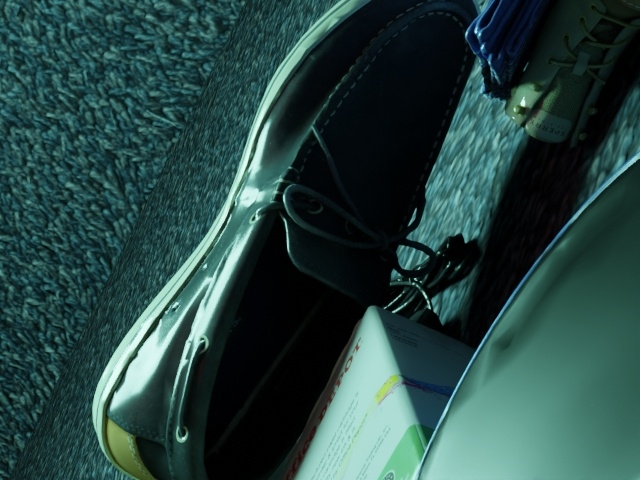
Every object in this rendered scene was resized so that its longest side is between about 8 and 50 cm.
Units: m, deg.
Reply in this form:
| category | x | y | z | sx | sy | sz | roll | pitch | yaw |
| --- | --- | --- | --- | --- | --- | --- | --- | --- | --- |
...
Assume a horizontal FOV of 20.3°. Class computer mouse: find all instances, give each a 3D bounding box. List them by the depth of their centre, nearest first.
| category | x | y | z | sx | sy | sz | roll | pitch | yaw |
| --- | --- | --- | --- | --- | --- | --- | --- | --- | --- |
| computer mouse | 0.049 | 0.122 | 1.579 | 0.184 | 0.060 | 0.262 | -41 | 29 | 60 |

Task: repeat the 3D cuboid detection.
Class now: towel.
| category | x | y | z | sx | sy | sz | roll | pitch | yaw |
| --- | --- | --- | --- | --- | --- | --- | --- | --- | --- |
| towel | 0.186 | -0.234 | 1.442 | 0.243 | 0.040 | 0.336 | -63 | -6 | 2 |

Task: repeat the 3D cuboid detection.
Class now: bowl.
| category | x | y | z | sx | sy | sz | roll | pitch | yaw |
| --- | --- | --- | --- | --- | --- | --- | --- | --- | --- |
| bowl | 0.157 | 0.096 | 0.882 | 0.391 | 0.077 | 0.391 | -54 | 13 | 19 |

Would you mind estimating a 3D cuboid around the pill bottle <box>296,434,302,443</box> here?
| category | x | y | z | sx | sy | sz | roll | pitch | yaw |
| --- | --- | --- | --- | --- | --- | --- | --- | --- | --- |
| pill bottle | -0.066 | 0.230 | 1.746 | 0.180 | 0.108 | 0.108 | -43 | 28 | 61 |

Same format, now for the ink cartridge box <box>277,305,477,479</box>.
| category | x | y | z | sx | sy | sz | roll | pitch | yaw |
| --- | --- | --- | --- | --- | --- | --- | --- | --- | --- |
| ink cartridge box | 0.059 | 0.200 | 1.293 | 0.201 | 0.117 | 0.278 | -63 | 14 | 15 |

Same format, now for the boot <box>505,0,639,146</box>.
| category | x | y | z | sx | sy | sz | roll | pitch | yaw |
| --- | --- | --- | --- | --- | --- | --- | --- | --- | --- |
| boot | 0.208 | -0.148 | 1.369 | 0.165 | 0.077 | 0.213 | -63 | 7 | 12 |

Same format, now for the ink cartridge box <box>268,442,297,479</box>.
| category | x | y | z | sx | sy | sz | roll | pitch | yaw |
| --- | --- | --- | --- | --- | --- | --- | --- | --- | --- |
| ink cartridge box | -0.047 | 0.277 | 1.553 | 0.176 | 0.128 | 0.127 | -60 | 16 | 30 |

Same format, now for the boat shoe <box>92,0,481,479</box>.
| category | x | y | z | sx | sy | sz | roll | pitch | yaw |
| --- | --- | --- | --- | --- | --- | --- | --- | --- | --- |
| boat shoe | 0.000 | 0.000 | 1.476 | 0.156 | 0.187 | 0.500 | 28 | 83 | 49 |
